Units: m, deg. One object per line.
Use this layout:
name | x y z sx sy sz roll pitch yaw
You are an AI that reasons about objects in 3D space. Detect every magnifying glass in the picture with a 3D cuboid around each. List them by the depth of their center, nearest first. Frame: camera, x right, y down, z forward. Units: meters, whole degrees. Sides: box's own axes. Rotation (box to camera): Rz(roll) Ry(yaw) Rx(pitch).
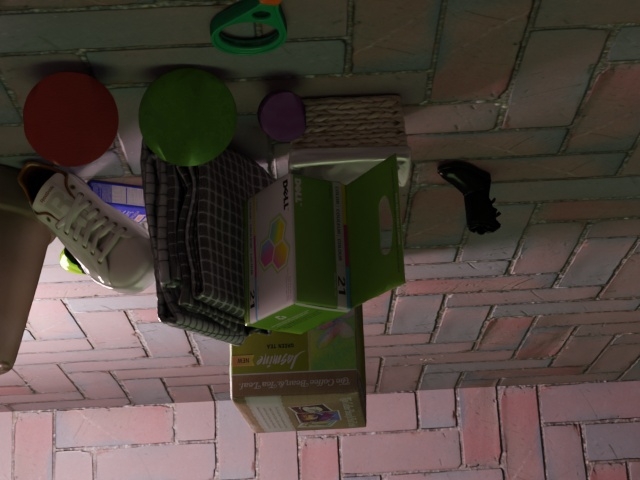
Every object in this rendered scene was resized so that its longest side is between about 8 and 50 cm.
magnifying glass | -0.066 -0.271 1.611 0.092 0.026 0.231 3 163 -18

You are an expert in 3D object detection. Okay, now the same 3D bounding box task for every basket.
basket | 0.037 -0.134 1.919 0.167 0.103 0.113 -3 162 -2

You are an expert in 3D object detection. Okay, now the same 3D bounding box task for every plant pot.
plant pot | -0.567 0.059 2.139 0.323 0.280 0.323 -2 161 -1

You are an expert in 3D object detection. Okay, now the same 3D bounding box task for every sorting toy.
sorting toy | -0.205 -0.168 1.834 0.366 0.127 0.126 -2 -168 -12

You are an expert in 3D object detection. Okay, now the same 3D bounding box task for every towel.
towel | -0.146 -0.004 1.999 0.121 0.283 0.235 -16 159 23

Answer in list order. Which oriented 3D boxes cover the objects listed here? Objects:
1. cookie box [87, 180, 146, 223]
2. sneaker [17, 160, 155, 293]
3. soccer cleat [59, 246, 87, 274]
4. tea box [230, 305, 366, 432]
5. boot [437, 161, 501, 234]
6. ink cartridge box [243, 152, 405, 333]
cookie box | -0.328 -0.057 2.200 0.107 0.040 0.092 7 159 -27
sneaker | -0.346 -0.021 2.005 0.290 0.106 0.123 36 -179 37
soccer cleat | -0.371 0.037 2.460 0.179 0.060 0.072 3 160 -10
tea box | -0.036 0.152 2.444 0.220 0.323 0.329 -4 162 3
boot | 0.233 -0.065 2.176 0.045 0.099 0.121 -21 155 40
ink cartridge box | 0.000 0.000 1.856 0.097 0.188 0.255 9 158 -30
